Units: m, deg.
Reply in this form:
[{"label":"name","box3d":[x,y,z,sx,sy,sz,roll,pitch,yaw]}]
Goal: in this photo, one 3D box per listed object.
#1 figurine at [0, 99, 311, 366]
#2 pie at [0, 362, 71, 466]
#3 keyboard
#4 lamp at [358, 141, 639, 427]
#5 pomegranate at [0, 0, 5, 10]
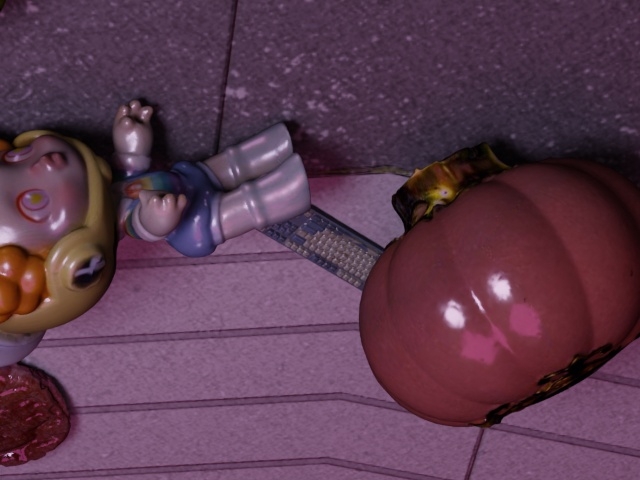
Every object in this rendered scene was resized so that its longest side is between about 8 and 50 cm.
[{"label":"figurine","box3d":[-0.197,0.001,1.651,0.382,0.224,0.205,-4,138,0]},{"label":"pie","box3d":[-0.341,0.184,1.942,0.153,0.038,0.153,-7,134,-7]},{"label":"keyboard","box3d":[0.000,-0.001,1.803,0.176,0.014,0.055,31,122,-29]},{"label":"lamp","box3d":[0.168,0.032,1.688,0.305,0.239,0.305,-28,170,-5]},{"label":"pomegranate","box3d":[-0.309,-0.237,1.462,0.156,0.156,0.220,31,128,-28]}]
